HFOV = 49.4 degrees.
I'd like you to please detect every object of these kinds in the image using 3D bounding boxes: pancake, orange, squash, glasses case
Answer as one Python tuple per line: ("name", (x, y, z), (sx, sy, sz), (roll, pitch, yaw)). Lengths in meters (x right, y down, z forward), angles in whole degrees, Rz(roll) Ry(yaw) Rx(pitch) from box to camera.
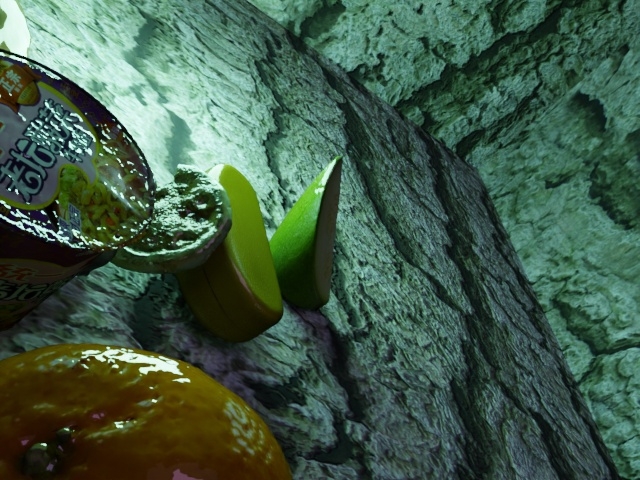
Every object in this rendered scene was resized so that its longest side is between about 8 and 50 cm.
("pancake", (-0.273, -0.039, 1.199), (0.253, 0.037, 0.254), (-1, 51, 1))
("orange", (-0.221, 0.282, 0.642), (0.423, 0.326, 0.424), (1, 34, -1))
("squash", (0.000, 0.000, 1.430), (0.203, 0.289, 0.111), (47, 32, 6))
("glasses case", (-0.190, 0.015, 1.302), (0.173, 0.141, 0.371), (41, 24, -47))

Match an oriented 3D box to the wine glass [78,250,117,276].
("wine glass", (-0.401, -0.058, 1.144), (0.103, 0.103, 0.222), (17, 39, -44))

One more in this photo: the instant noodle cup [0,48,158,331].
("instant noodle cup", (-0.423, -0.042, 0.909), (0.339, 0.266, 0.340), (35, 29, -23))

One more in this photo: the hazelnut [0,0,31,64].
("hazelnut", (-0.593, -0.321, 1.107), (0.261, 0.241, 0.261), (16, 70, -51))
